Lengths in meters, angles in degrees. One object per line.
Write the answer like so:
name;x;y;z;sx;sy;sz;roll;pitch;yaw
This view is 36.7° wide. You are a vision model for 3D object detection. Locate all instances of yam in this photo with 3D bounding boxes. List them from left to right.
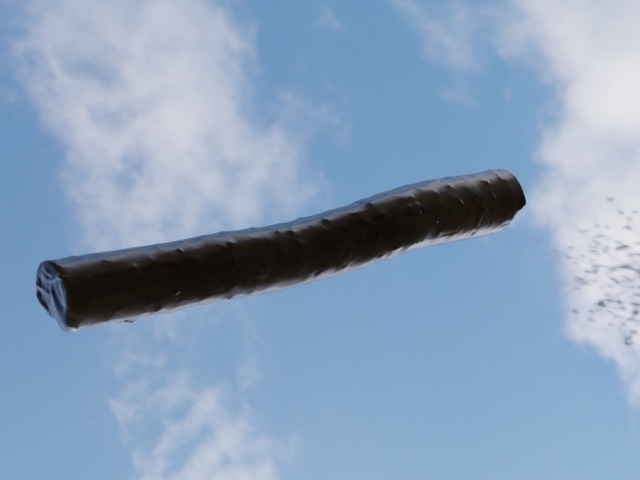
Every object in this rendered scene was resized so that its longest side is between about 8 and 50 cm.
yam;0.000;0.000;0.548;0.326;0.045;0.045;-12;-92;-39
